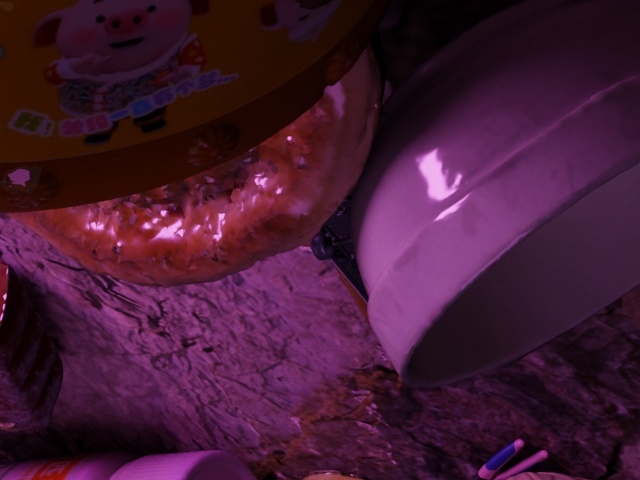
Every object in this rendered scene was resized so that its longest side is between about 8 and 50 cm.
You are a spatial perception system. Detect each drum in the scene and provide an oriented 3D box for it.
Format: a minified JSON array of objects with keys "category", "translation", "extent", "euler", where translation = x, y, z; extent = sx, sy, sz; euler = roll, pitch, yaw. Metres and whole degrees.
[{"category":"drum","translation":[-0.148,-0.233,0.750],"extent":[0.431,0.431,0.214],"euler":[12,142,4]}]

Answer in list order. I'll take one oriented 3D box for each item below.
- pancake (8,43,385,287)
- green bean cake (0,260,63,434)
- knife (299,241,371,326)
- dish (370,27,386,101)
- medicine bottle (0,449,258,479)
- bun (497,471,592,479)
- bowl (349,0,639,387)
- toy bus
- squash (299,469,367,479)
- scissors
[{"category":"pancake","translation":[-0.134,-0.108,1.002],"extent":[0.356,0.065,0.356],"euler":[19,134,21]},{"category":"green bean cake","translation":[-0.375,0.102,1.540],"extent":[0.232,0.097,0.198],"euler":[2,143,17]},{"category":"knife","translation":[0.000,0.001,1.339],"extent":[0.046,0.022,0.256],"euler":[-2,141,27]},{"category":"dish","translation":[-0.093,-0.177,1.066],"extent":[0.316,0.106,0.316],"euler":[13,143,10]},{"category":"medicine bottle","translation":[-0.259,0.341,1.716],"extent":[0.388,0.219,0.219],"euler":[-9,138,31]},{"category":"bun","translation":[0.191,0.305,1.574],"extent":[0.145,0.229,0.229],"euler":[52,153,25]},{"category":"bowl","translation":[0.147,-0.049,1.042],"extent":[0.307,0.163,0.307],"euler":[-28,164,-9]},{"category":"toy bus","translation":[0.062,0.005,1.265],"extent":[0.087,0.089,0.194],"euler":[-12,136,30]},{"category":"squash","translation":[0.012,0.340,1.656],"extent":[0.123,0.187,0.123],"euler":[9,137,8]},{"category":"scissors","translation":[0.184,0.228,1.584],"extent":[0.039,0.012,0.113],"euler":[25,143,-13]}]
